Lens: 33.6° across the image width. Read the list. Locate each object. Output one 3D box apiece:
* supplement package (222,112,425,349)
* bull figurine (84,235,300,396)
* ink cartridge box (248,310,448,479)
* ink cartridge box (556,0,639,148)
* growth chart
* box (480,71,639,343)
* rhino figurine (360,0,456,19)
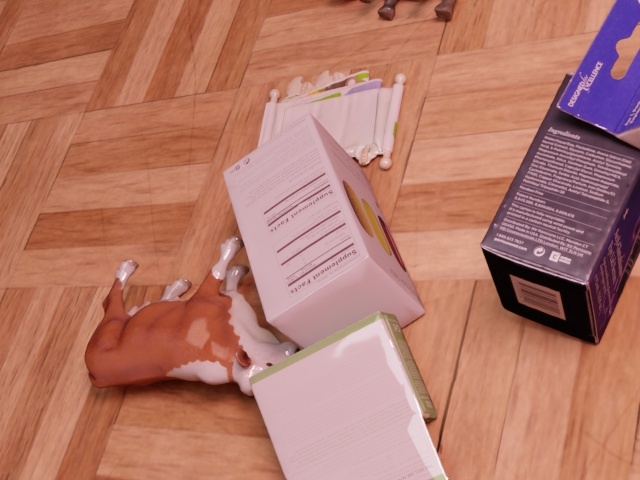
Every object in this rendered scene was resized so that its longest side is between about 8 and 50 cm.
[{"bbox_3d":[0.000,0.000,1.216,0.134,0.139,0.244,-33,46,14],"label":"supplement package"},{"bbox_3d":[-0.159,0.104,1.289,0.310,0.101,0.188,-8,51,30],"label":"bull figurine"},{"bbox_3d":[0.041,0.214,1.094,0.171,0.056,0.235,-29,71,18],"label":"ink cartridge box"},{"bbox_3d":[0.414,-0.115,0.922,0.371,0.069,0.176,28,76,15],"label":"ink cartridge box"},{"bbox_3d":[0.009,-0.159,1.409,0.237,0.021,0.172,-3,57,35],"label":"growth chart"},{"bbox_3d":[0.254,-0.031,1.024,0.108,0.153,0.207,21,73,27],"label":"box"},{"bbox_3d":[0.097,-0.364,1.456,0.243,0.073,0.106,12,72,43],"label":"rhino figurine"}]
